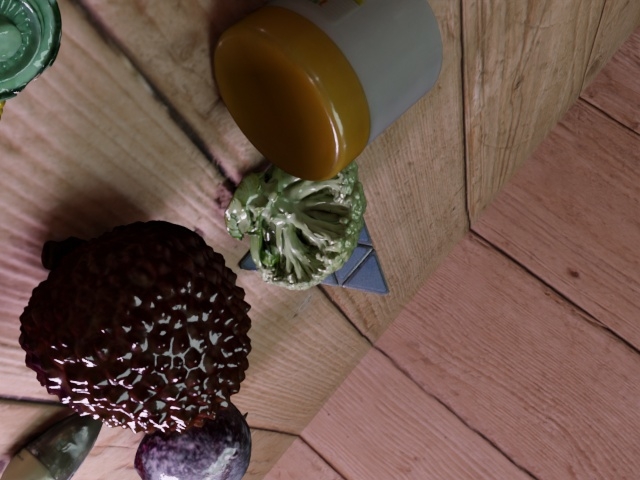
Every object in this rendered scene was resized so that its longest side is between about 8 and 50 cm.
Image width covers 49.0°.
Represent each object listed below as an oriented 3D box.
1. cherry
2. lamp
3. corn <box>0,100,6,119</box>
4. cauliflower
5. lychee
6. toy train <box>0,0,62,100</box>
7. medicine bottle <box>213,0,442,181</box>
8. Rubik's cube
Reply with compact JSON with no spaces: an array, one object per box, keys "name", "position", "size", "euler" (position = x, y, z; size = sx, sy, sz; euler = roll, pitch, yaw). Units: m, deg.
[{"name":"cherry","position":[-0.276,0.477,1.610],"size":[0.296,0.218,0.255],"euler":[-21,150,-31]},{"name":"lamp","position":[-0.469,0.384,1.205],"size":[0.250,0.101,0.101],"euler":[-45,159,-28]},{"name":"corn","position":[-0.369,-0.069,0.675],"size":[0.081,0.081,0.249],"euler":[-12,136,-60]},{"name":"cauliflower","position":[-0.057,-0.051,1.252],"size":[0.250,0.276,0.272],"euler":[5,165,-24]},{"name":"lychee","position":[-0.245,0.115,0.959],"size":[0.306,0.330,0.306],"euler":[-41,-171,8]},{"name":"toy train","position":[-0.371,-0.145,0.429],"size":[0.442,0.179,0.272],"euler":[-45,153,-13]},{"name":"medicine bottle","position":[0.011,-0.240,0.973],"size":[0.232,0.237,0.238],"euler":[-43,158,-26]},{"name":"Rubik's cube","position":[-0.002,0.000,1.494],"size":[0.233,0.229,0.228],"euler":[-22,131,31]}]
